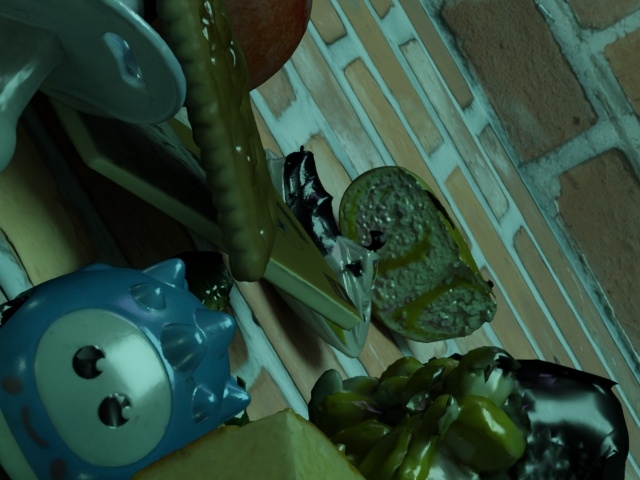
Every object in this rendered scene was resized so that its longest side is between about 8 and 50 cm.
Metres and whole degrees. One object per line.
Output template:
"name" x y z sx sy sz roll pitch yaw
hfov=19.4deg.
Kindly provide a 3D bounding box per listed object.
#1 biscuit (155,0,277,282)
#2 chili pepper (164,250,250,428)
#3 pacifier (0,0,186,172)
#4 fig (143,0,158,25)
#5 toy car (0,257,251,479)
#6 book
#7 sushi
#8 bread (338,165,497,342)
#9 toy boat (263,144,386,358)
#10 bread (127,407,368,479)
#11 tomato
"biscuit" -0.093 -0.139 1.695 0.217 0.044 0.325 -78 155 -71
"chili pepper" -0.110 0.127 1.706 0.148 0.116 0.265 25 37 -44
"pacifier" -0.260 -0.137 1.576 0.226 0.287 0.238 -58 157 -25
"fig" -0.235 -0.323 1.708 0.321 0.217 0.217 98 -20 -52
"toy car" -0.156 0.107 1.445 0.188 0.190 0.255 63 19 3
"book" -0.132 -0.066 1.869 0.389 0.032 0.269 34 15 -42
"sushi" 0.094 0.251 1.772 0.285 0.328 0.328 16 -2 -30
"bread" 0.116 0.023 2.441 0.261 0.158 0.156 59 7 -5
"toy boat" -0.008 -0.001 2.139 0.269 0.141 0.141 50 15 13
"bread" -0.053 0.297 1.303 0.279 0.279 0.207 45 21 -38
"tomato" -0.128 -0.278 2.028 0.265 0.265 0.265 52 19 -27
